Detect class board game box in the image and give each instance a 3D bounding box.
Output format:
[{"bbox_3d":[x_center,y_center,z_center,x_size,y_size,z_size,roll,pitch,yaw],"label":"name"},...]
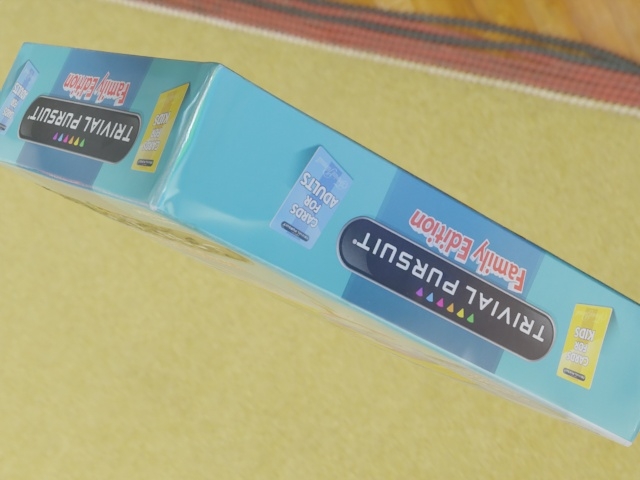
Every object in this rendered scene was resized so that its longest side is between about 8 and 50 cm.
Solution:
[{"bbox_3d":[0.000,0.000,0.895,0.254,0.336,0.079,16,80,58],"label":"board game box"}]
